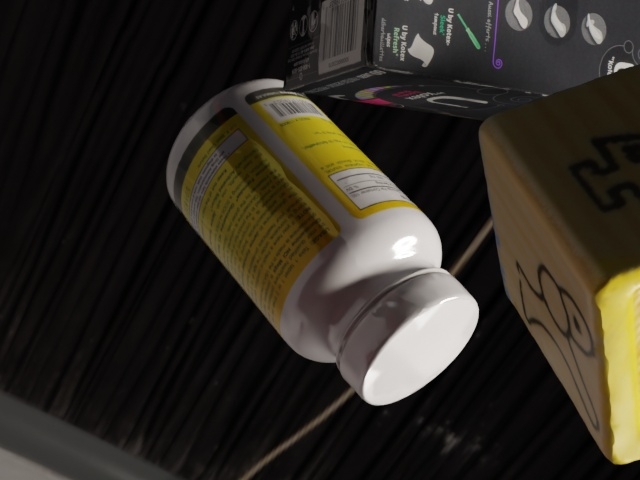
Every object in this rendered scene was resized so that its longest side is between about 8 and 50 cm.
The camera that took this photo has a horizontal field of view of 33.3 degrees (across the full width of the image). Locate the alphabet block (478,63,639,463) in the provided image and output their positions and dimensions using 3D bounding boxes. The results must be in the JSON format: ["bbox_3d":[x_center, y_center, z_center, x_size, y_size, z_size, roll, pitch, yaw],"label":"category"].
[{"bbox_3d":[0.244,0.005,0.762,0.193,0.192,0.197,-21,41,-1],"label":"alphabet block"}]

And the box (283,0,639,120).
[{"bbox_3d":[0.125,-0.184,0.905,0.270,0.143,0.165,4,-1,-25],"label":"box"}]

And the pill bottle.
[{"bbox_3d":[0.000,0.000,1.087,0.188,0.188,0.334,-3,42,-45],"label":"pill bottle"}]
